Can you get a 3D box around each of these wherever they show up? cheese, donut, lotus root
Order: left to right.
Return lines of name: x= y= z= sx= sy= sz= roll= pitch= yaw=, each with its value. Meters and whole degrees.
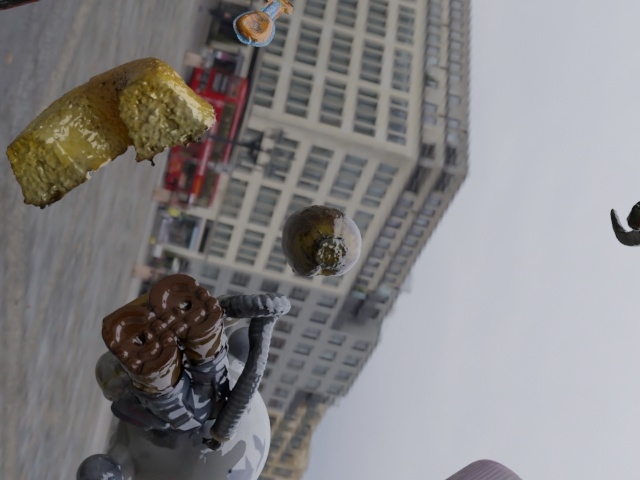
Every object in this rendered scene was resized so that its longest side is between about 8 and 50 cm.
donut: x=-0.251 y=-0.145 z=1.137 sx=0.259 sy=0.101 sz=0.152 roll=-24 pitch=-152 yaw=17
cheese: x=-0.066 y=-0.256 z=1.086 sx=0.017 sy=0.047 sz=0.111 roll=-47 pitch=-172 yaw=46
lotus root: x=0.000 y=0.000 z=1.425 sx=0.209 sy=0.120 sz=0.120 roll=-156 pitch=-100 yaw=-78

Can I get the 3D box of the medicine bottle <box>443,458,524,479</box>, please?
medicine bottle: x=0.094 y=0.343 z=0.915 sx=0.165 sy=0.273 sz=0.165 roll=45 pitch=-32 yaw=38

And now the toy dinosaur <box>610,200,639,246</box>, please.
toy dinosaur: x=0.453 y=-0.052 z=1.208 sx=0.187 sy=0.087 sz=0.179 roll=-54 pitch=172 yaw=26

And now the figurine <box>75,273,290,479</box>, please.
figurine: x=-0.158 y=0.182 z=1.033 sx=0.186 sy=0.261 sz=0.382 roll=53 pitch=-20 yaw=33

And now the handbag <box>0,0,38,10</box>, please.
handbag: x=-0.294 y=-0.233 z=0.659 sx=0.155 sy=0.215 sz=0.169 roll=-105 pitch=177 yaw=-63
